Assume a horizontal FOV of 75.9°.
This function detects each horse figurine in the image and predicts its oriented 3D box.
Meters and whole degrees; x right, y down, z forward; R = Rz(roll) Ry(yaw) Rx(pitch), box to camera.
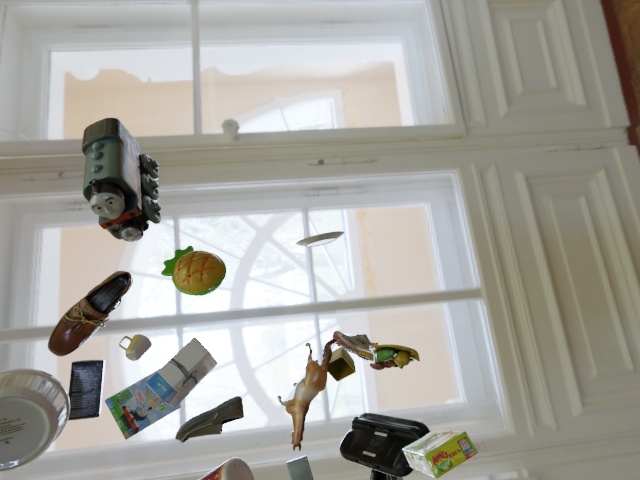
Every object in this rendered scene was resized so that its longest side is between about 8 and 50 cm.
[{"bbox_3d":[-0.035,0.376,1.068,0.263,0.066,0.174,-60,19,1],"label":"horse figurine"}]

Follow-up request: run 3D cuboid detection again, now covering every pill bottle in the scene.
[{"bbox_3d":[-0.308,0.740,1.195,0.121,0.221,0.121,47,-165,-17],"label":"pill bottle"}]

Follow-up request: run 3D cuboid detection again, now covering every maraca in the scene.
[{"bbox_3d":[-0.316,0.073,1.023,0.127,0.186,0.099,-48,-34,-30],"label":"maraca"}]

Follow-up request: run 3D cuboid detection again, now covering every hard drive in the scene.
[{"bbox_3d":[-0.084,1.015,1.774,0.022,0.094,0.135,52,-163,-72],"label":"hard drive"}]

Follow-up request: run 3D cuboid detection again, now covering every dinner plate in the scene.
[{"bbox_3d":[0.000,0.000,1.146,0.141,0.141,0.017,126,131,-78],"label":"dinner plate"}]

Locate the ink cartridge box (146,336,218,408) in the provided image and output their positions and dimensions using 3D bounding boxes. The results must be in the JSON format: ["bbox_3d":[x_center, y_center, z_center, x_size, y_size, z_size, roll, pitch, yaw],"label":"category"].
[{"bbox_3d":[-0.433,0.419,1.304,0.082,0.191,0.139,36,155,21],"label":"ink cartridge box"}]

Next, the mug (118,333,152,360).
[{"bbox_3d":[-0.556,0.324,1.228,0.064,0.078,0.062,-71,-17,-54],"label":"mug"}]

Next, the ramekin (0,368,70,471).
[{"bbox_3d":[-0.873,0.517,1.165,0.127,0.273,0.272,-170,76,-66],"label":"ramekin"}]

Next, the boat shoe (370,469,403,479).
[{"bbox_3d":[0.240,0.908,1.596,0.121,0.119,0.334,-9,93,52],"label":"boat shoe"}]

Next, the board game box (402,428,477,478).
[{"bbox_3d":[0.234,0.425,0.830,0.043,0.092,0.181,62,167,20],"label":"board game box"}]

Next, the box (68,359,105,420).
[{"bbox_3d":[-0.885,0.558,1.555,0.153,0.108,0.206,148,122,-60],"label":"box"}]

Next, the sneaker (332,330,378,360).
[{"bbox_3d":[0.149,0.433,1.743,0.088,0.225,0.092,-27,37,58],"label":"sneaker"}]

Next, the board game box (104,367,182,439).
[{"bbox_3d":[-0.631,0.581,1.466,0.160,0.212,0.039,60,173,2],"label":"board game box"}]

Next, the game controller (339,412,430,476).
[{"bbox_3d":[0.185,0.611,1.247,0.319,0.067,0.166,-22,27,53],"label":"game controller"}]

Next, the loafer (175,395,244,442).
[{"bbox_3d":[-0.378,0.637,1.430,0.087,0.251,0.094,58,160,22],"label":"loafer"}]

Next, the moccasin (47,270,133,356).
[{"bbox_3d":[-0.866,0.271,1.567,0.139,0.380,0.147,48,150,-10],"label":"moccasin"}]

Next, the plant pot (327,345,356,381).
[{"bbox_3d":[0.066,0.405,1.378,0.081,0.081,0.083,51,-161,-15],"label":"plant pot"}]

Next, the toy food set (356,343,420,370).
[{"bbox_3d":[0.220,0.387,1.322,0.218,0.128,0.071,-25,44,53],"label":"toy food set"}]

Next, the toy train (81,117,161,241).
[{"bbox_3d":[-0.495,-0.151,1.009,0.190,0.142,0.333,65,-178,-51],"label":"toy train"}]
